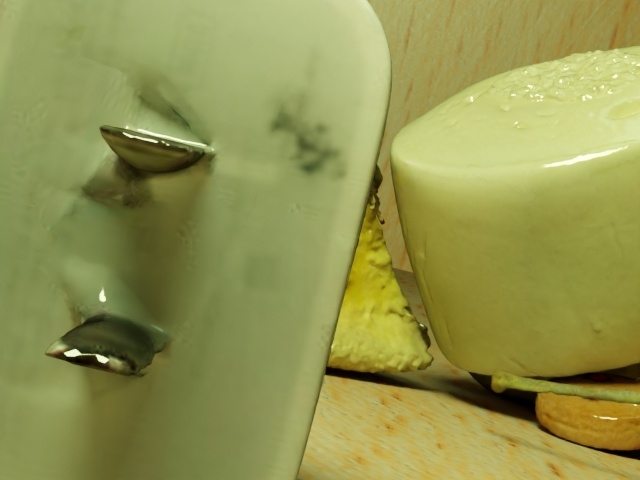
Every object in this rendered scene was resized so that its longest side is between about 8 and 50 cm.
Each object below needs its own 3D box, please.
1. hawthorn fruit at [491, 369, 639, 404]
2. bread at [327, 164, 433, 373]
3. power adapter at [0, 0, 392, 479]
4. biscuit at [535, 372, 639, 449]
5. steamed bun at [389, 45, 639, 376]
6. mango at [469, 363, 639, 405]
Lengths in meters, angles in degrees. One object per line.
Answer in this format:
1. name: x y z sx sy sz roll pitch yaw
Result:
1. hawthorn fruit: 0.225 0.081 0.953 0.286 0.165 0.165 5 0 15
2. bread: 0.000 0.000 1.181 0.169 0.160 0.140 12 3 -35
3. power adapter: -0.050 -0.001 0.584 0.124 0.187 0.255 13 3 2
4. biscuit: 0.259 0.109 1.117 0.250 0.036 0.165 7 15 11
5. steamed bun: 0.181 -0.012 1.148 0.250 0.200 0.155 -16 26 -2
6. mango: 0.161 0.082 1.268 0.103 0.076 0.161 18 2 -41
